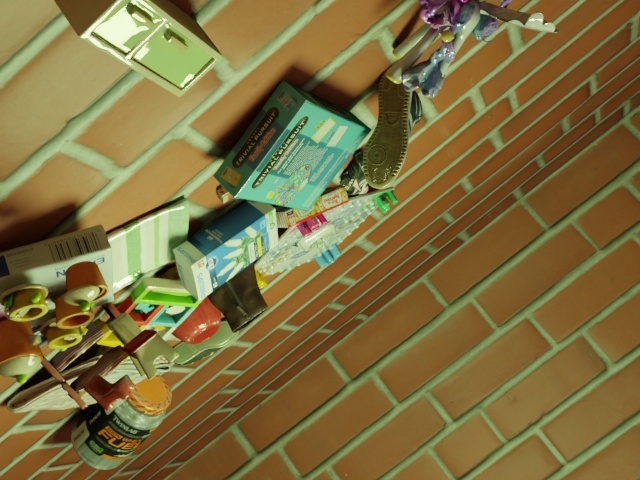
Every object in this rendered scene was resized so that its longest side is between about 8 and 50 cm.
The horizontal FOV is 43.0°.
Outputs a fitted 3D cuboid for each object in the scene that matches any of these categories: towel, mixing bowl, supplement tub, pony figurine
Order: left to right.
[{"bbox_3d":[-0.500,0.116,1.617,0.060,0.009,0.083,-25,158,-11],"label":"towel"},{"bbox_3d":[-0.616,0.389,2.200,0.317,0.053,0.332,-25,163,17],"label":"towel"},{"bbox_3d":[-0.600,0.537,2.466,0.316,0.193,0.193,-47,159,26],"label":"supplement tub"},{"bbox_3d":[-0.440,0.043,1.822,0.325,0.038,0.248,-28,159,-23],"label":"towel"},{"bbox_3d":[-0.352,0.231,2.324,0.181,0.098,0.181,-32,160,-13],"label":"mixing bowl"},{"bbox_3d":[0.281,-0.458,1.616,0.363,0.303,0.351,-50,-171,27],"label":"pony figurine"}]

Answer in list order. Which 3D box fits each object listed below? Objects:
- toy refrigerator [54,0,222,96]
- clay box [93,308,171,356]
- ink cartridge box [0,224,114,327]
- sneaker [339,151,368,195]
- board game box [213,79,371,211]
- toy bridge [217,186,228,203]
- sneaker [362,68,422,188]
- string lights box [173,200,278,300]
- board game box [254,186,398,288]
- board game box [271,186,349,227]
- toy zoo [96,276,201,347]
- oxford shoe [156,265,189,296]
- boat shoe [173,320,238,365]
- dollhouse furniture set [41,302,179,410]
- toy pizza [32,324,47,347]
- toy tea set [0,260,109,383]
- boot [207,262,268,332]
[{"bbox_3d":[-0.260,-0.312,1.209,0.102,0.094,0.269,-40,160,10],"label":"toy refrigerator"},{"bbox_3d":[-0.513,0.266,2.193,0.222,0.053,0.127,-43,158,24],"label":"clay box"},{"bbox_3d":[-0.580,0.118,1.632,0.324,0.071,0.330,-18,154,-22],"label":"ink cartridge box"},{"bbox_3d":[0.091,-0.168,2.204,0.077,0.072,0.178,-21,152,-12],"label":"sneaker"},{"bbox_3d":[-0.054,-0.198,1.806,0.254,0.079,0.336,-52,157,14],"label":"board game box"},{"bbox_3d":[-0.153,-0.152,1.874,0.188,0.026,0.063,-31,159,-19],"label":"toy bridge"},{"bbox_3d":[0.176,-0.253,1.929,0.153,0.099,0.282,17,83,-74],"label":"sneaker"},{"bbox_3d":[-0.224,0.015,1.966,0.260,0.077,0.133,-37,146,-27],"label":"string lights box"},{"bbox_3d":[0.000,0.000,2.393,0.390,0.050,0.390,-17,160,-45],"label":"board game box"},{"bbox_3d":[-0.047,-0.086,2.072,0.193,0.045,0.147,-25,-165,-30],"label":"board game box"},{"bbox_3d":[-0.434,0.197,2.041,0.192,0.030,0.293,11,134,-47],"label":"toy zoo"},{"bbox_3d":[-0.357,0.125,2.109,0.076,0.076,0.212,-41,162,-13],"label":"oxford shoe"},{"bbox_3d":[-0.363,0.324,2.561,0.228,0.081,0.068,-24,162,-12],"label":"boat shoe"},{"bbox_3d":[-0.462,0.244,1.721,0.201,0.152,0.374,-42,-169,-21],"label":"dollhouse furniture set"},{"bbox_3d":[-0.651,0.220,1.825,0.201,0.032,0.201,-31,176,-2],"label":"toy pizza"},{"bbox_3d":[-0.510,0.169,1.541,0.200,0.124,0.336,-7,153,-33],"label":"toy tea set"},{"bbox_3d":[-0.187,0.094,2.116,0.248,0.207,0.090,-40,161,11],"label":"boot"}]
